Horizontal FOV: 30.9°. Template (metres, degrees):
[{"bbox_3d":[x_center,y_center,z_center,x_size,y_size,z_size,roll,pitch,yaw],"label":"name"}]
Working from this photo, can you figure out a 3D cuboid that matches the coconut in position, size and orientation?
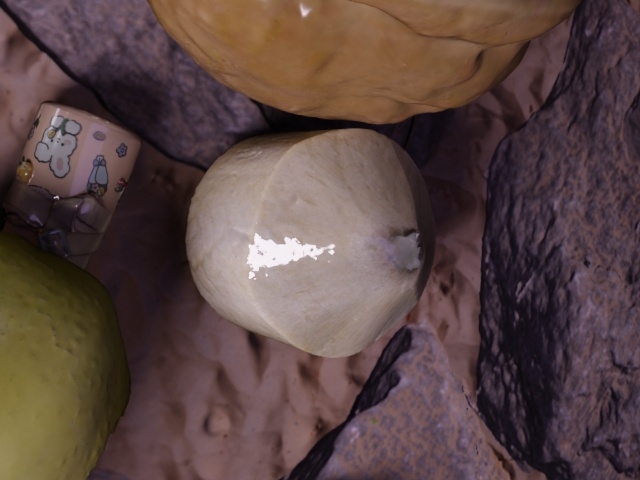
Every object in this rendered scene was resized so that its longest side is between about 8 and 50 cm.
[{"bbox_3d":[0.000,0.000,1.008,0.202,0.222,0.202,-4,96,-36],"label":"coconut"}]

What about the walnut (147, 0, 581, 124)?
[{"bbox_3d":[0.030,-0.264,0.934,0.383,0.383,0.384,-5,100,-31],"label":"walnut"}]

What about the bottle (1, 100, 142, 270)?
[{"bbox_3d":[-0.211,-0.030,0.949,0.099,0.099,0.152,24,85,-32],"label":"bottle"}]

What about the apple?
[{"bbox_3d":[-0.277,0.119,0.833,0.279,0.279,0.279,-5,100,-31],"label":"apple"}]
